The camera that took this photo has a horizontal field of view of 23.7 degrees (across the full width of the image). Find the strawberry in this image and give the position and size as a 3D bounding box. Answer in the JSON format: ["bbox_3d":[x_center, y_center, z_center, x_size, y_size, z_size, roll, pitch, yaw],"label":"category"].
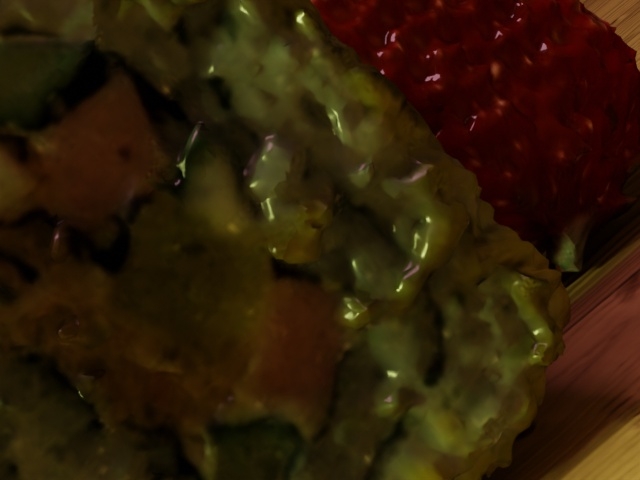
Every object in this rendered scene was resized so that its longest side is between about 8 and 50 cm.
[{"bbox_3d":[0.057,-0.112,1.055,0.292,0.343,0.292,-34,24,18],"label":"strawberry"}]

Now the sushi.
[{"bbox_3d":[-0.105,0.038,0.802,0.351,0.396,0.240,-45,14,-7],"label":"sushi"}]
